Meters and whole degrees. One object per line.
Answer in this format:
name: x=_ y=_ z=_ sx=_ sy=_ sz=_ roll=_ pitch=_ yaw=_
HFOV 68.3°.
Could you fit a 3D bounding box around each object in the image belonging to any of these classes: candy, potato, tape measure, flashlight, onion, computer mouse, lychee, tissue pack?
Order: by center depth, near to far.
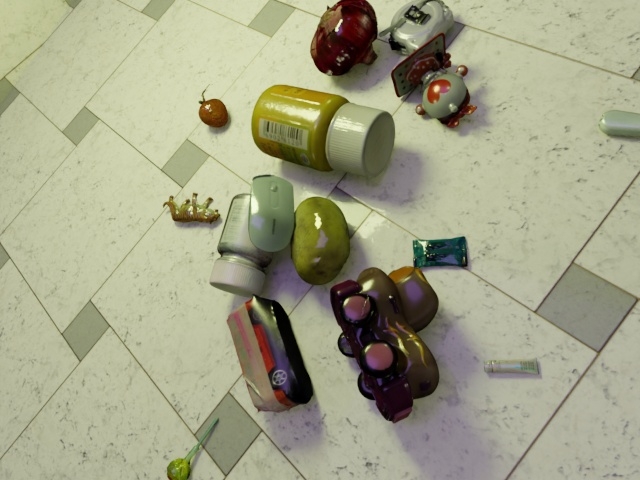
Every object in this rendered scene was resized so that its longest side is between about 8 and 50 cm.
flashlight: x=0.778 y=-0.271 z=1.130 sx=0.200 sy=0.047 sz=0.093 roll=17 pitch=76 yaw=31
tissue pack: x=0.306 y=0.031 z=1.216 sx=0.138 sy=0.028 sz=0.085 roll=-4 pitch=67 yaw=18
candy: x=-0.335 y=0.558 z=1.261 sx=0.194 sy=0.062 sz=0.058 roll=-52 pitch=14 yaw=-14
potato: x=-0.001 y=0.000 z=1.287 sx=0.197 sy=0.149 sz=0.228 roll=-44 pitch=43 yaw=19
computer mouse: x=-0.132 y=-0.079 z=1.289 sx=0.128 sy=0.079 sz=0.230 roll=6 pitch=73 yaw=-21
tape measure: x=0.300 y=-0.664 z=1.468 sx=0.178 sy=0.105 sz=0.196 roll=30 pitch=84 yaw=31
onion: x=0.089 y=-0.635 z=1.498 sx=0.252 sy=0.219 sz=0.252 roll=-53 pitch=18 yaw=25
lychee: x=-0.387 y=-0.463 z=1.680 sx=0.140 sy=0.101 sz=0.114 roll=36 pitch=53 yaw=18

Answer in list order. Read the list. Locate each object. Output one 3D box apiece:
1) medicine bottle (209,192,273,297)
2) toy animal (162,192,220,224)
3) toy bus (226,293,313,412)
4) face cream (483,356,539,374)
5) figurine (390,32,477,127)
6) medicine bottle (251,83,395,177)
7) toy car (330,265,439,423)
medicine bottle: x=-0.212 y=0.016 z=1.366 sx=0.165 sy=0.165 sz=0.273 roll=6 pitch=72 yaw=25
toy animal: x=-0.436 y=-0.105 z=1.575 sx=0.241 sy=0.057 sz=0.099 roll=-1 pitch=69 yaw=22
toy bus: x=-0.133 y=0.298 z=1.236 sx=0.147 sy=0.127 sz=0.302 roll=-30 pitch=61 yaw=15
face cream: x=0.427 y=0.282 z=1.059 sx=0.115 sy=0.020 sz=0.038 roll=-6 pitch=65 yaw=20
figurine: x=0.345 y=-0.422 z=1.334 sx=0.183 sy=0.160 sz=0.226 roll=-36 pitch=68 yaw=6
medicine bottle: x=0.006 y=-0.317 z=1.377 sx=0.384 sy=0.224 sz=0.224 roll=20 pitch=78 yaw=30
toy car: x=0.171 y=0.217 z=1.086 sx=0.240 sy=0.271 sz=0.340 roll=-20 pitch=63 yaw=-9
